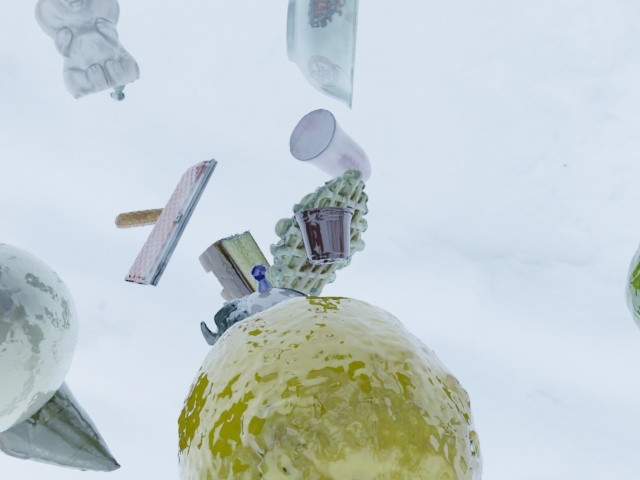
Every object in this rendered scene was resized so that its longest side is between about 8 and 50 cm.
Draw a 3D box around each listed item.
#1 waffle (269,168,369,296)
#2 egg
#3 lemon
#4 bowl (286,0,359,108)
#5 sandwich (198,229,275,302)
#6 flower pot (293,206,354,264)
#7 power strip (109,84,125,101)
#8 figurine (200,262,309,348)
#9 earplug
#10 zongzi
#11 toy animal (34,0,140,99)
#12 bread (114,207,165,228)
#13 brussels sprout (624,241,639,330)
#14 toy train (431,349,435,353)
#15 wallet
[{"bbox_3d":[0.000,0.000,1.233,0.056,0.309,0.291,37,62,28],"label":"waffle"},{"bbox_3d":[-0.504,0.127,0.863,0.337,0.337,0.201,51,135,-9],"label":"egg"},{"bbox_3d":[0.004,0.172,0.474,0.245,0.320,0.246,-2,100,-11],"label":"lemon"},{"bbox_3d":[0.008,-0.596,1.631,0.195,0.435,0.435,4,98,2],"label":"bowl"},{"bbox_3d":[-0.188,0.097,1.476,0.122,0.128,0.236,-31,90,-42],"label":"sandwich"},{"bbox_3d":[0.009,-0.005,1.018,0.111,0.111,0.089,-4,82,-3],"label":"flower pot"},{"bbox_3d":[-0.452,-0.350,1.276,0.035,0.055,0.083,15,118,17],"label":"power strip"},{"bbox_3d":[-0.014,0.220,0.845,0.186,0.261,0.382,-42,89,-14],"label":"figurine"},{"bbox_3d":[0.061,-0.261,1.810,0.301,0.172,0.172,31,97,-47],"label":"earplug"},{"bbox_3d":[-0.534,0.302,1.099,0.392,0.356,0.174,28,82,-7],"label":"zongzi"},{"bbox_3d":[-0.380,-0.335,0.950,0.127,0.178,0.193,-21,101,-11],"label":"toy animal"},{"bbox_3d":[-0.510,-0.064,1.658,0.157,0.052,0.044,-10,66,-26],"label":"bread"},{"bbox_3d":[0.574,0.065,0.861,0.219,0.210,0.272,-10,89,24],"label":"brussels sprout"},{"bbox_3d":[0.201,0.390,1.455,0.115,0.154,0.270,25,92,33],"label":"toy train"},{"bbox_3d":[-0.212,-0.026,0.822,0.020,0.103,0.197,33,70,-29],"label":"wallet"}]
